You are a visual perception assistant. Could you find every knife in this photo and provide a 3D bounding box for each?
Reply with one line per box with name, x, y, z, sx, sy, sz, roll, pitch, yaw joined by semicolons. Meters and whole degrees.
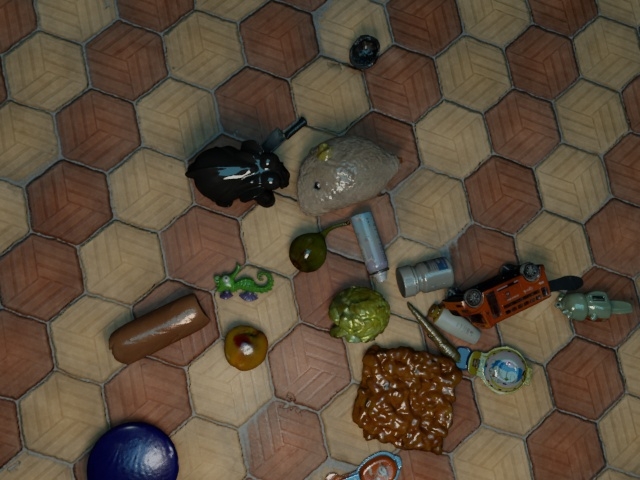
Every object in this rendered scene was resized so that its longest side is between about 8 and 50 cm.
knife;-0.143;-0.335;1.992;0.230;0.028;0.060;-42;77;-5

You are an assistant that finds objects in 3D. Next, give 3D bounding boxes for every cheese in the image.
cheese;0.557;0.412;1.955;0.250;0.064;0.156;13;81;8
cheese;0.136;0.738;1.889;0.256;0.037;0.106;-18;84;-8

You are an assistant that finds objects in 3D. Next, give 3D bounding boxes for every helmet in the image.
helmet;0.147;-0.621;2.026;0.098;0.070;0.123;28;89;4

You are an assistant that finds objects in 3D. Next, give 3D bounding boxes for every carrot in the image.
carrot;0.365;0.299;1.960;0.049;0.049;0.254;-39;83;-8

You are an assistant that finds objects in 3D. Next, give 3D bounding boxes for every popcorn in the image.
popcorn;0.113;0.241;1.887;0.198;0.198;0.212;30;108;-2

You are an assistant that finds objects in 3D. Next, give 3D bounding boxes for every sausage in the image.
sausage;-0.493;0.270;1.838;0.304;0.121;0.121;-26;87;-9

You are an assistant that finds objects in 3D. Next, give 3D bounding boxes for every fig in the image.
fig;0.000;0.000;1.925;0.124;0.124;0.236;46;71;1

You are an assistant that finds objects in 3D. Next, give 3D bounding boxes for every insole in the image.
insole;0.815;0.150;2.039;0.152;0.002;0.053;-12;85;-7

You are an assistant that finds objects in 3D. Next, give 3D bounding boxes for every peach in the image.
peach;-0.232;0.332;1.856;0.138;0.138;0.138;1;84;-6

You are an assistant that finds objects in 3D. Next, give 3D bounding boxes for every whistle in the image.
whistle;0.895;0.217;1.990;0.253;0.106;0.102;0;74;0

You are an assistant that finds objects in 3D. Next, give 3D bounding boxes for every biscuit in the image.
biscuit;0.265;0.491;1.895;0.318;0.110;0.312;13;84;-4

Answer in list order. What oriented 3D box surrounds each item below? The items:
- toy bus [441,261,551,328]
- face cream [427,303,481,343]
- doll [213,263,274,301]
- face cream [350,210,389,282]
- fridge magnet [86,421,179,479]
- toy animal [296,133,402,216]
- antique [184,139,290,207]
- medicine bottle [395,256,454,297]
toy bus;0.559;0.180;1.927;0.329;0.143;0.153;-21;93;-17
face cream;0.433;0.271;1.964;0.182;0.051;0.072;32;80;-3
doll;-0.242;0.135;1.914;0.190;0.050;0.115;6;90;-7
face cream;0.165;0.023;1.953;0.075;0.075;0.229;-18;85;-7
fridge magnet;-0.554;0.671;1.791;0.265;0.112;0.265;1;83;-5
toy animal;0.084;-0.223;1.917;0.358;0.188;0.226;-19;91;-8
antique;-0.250;-0.193;1.850;0.322;0.255;0.185;0;81;-8
medicine bottle;0.336;0.118;1.945;0.168;0.105;0.105;-14;85;-7
